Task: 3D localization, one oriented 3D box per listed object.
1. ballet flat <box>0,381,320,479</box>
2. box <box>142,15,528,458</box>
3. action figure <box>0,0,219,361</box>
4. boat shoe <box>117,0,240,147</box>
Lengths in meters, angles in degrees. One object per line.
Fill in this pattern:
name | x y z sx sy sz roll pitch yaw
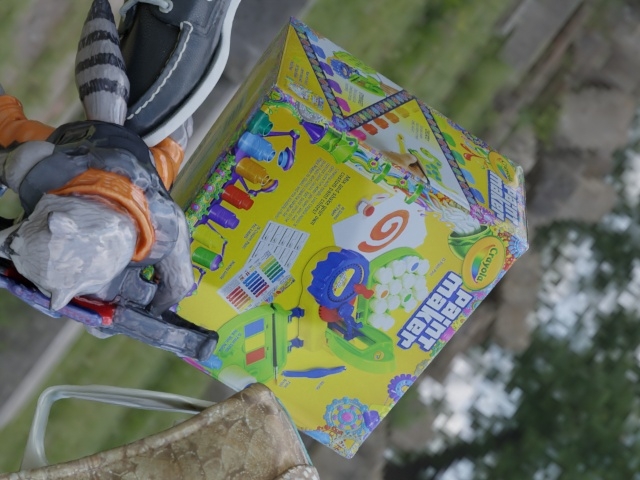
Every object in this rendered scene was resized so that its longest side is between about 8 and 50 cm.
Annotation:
ballet flat | -0.103 0.086 0.603 0.073 0.206 0.067 93 -11 -71
box | 0.000 0.000 1.703 0.290 0.279 0.177 -52 -167 25
action figure | -0.213 -0.060 1.323 0.178 0.341 0.330 -62 -158 20
boat shoe | -0.118 -0.206 1.469 0.114 0.091 0.302 -1 -128 34
